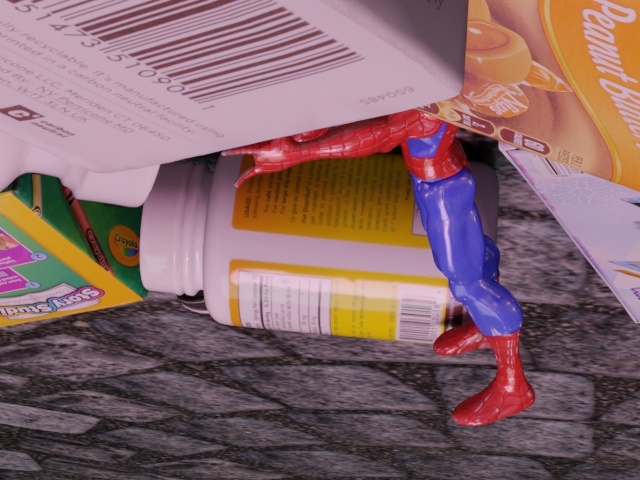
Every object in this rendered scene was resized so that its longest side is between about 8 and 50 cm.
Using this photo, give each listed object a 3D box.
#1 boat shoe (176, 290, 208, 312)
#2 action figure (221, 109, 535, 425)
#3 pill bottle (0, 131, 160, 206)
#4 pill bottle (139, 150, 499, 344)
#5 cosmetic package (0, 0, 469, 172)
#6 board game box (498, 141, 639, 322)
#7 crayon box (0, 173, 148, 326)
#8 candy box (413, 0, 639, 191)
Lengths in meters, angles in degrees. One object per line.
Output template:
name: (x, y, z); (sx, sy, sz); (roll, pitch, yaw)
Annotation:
boat shoe: (-0.068, 0.026, 1.181); (0.125, 0.046, 0.038); (-11, 156, 35)
action figure: (0.029, -0.017, 0.793); (0.139, 0.091, 0.280); (-13, 129, -1)
pill bottle: (-0.195, -0.099, 0.661); (0.265, 0.153, 0.153); (12, 162, -15)
pill bottle: (0.000, 0.000, 0.959); (0.215, 0.117, 0.117); (6, 162, 4)
cosmetic package: (-0.054, -0.137, 0.443); (0.151, 0.183, 0.151); (-10, 156, 38)
board game box: (0.297, -0.029, 0.848); (0.319, 0.065, 0.318); (-2, 160, 23)
crayon box: (-0.271, -0.004, 1.012); (0.278, 0.081, 0.165); (-11, 152, 19)
candy box: (0.152, -0.078, 0.576); (0.316, 0.087, 0.183); (22, 166, 12)
